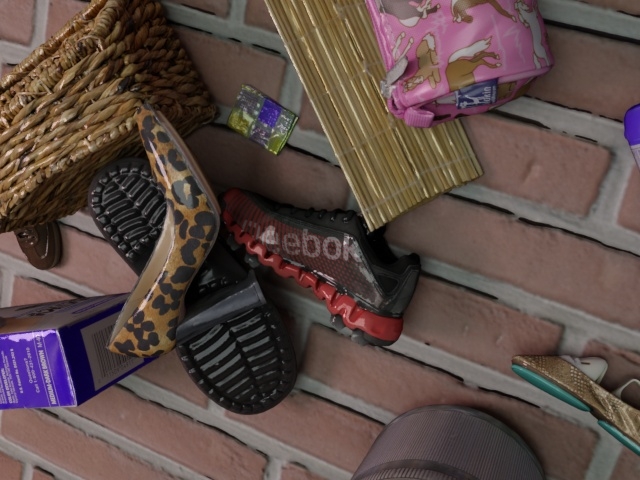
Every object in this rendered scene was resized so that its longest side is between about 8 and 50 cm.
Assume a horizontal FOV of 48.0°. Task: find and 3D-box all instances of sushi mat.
[{"bbox_3d":[0.053,-0.183,0.785,0.152,0.019,0.316,-25,92,-11],"label":"sushi mat"}]

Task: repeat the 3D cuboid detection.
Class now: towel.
[{"bbox_3d":[-0.074,-0.148,0.886,0.083,0.009,0.060,34,110,12],"label":"towel"}]

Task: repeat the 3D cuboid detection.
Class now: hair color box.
[{"bbox_3d":[-0.419,0.153,0.987,0.339,0.185,0.110,-9,97,22],"label":"hair color box"}]

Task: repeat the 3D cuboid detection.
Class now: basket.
[{"bbox_3d":[-0.321,-0.171,0.867,0.299,0.213,0.223,-28,91,23],"label":"basket"}]

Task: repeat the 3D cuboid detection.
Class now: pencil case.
[{"bbox_3d":[0.097,-0.310,0.706,0.160,0.167,0.385,-16,94,40],"label":"pencil case"}]

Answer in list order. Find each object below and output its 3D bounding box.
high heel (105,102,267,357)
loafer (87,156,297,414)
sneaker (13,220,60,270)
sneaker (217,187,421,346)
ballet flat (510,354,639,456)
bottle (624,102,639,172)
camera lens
[{"bbox_3d":[-0.191,0.001,0.774,0.186,0.093,0.261,-25,109,-2],"label":"high heel"},{"bbox_3d":[-0.144,0.051,0.905,0.134,0.130,0.365,-28,104,1],"label":"loafer"},{"bbox_3d":[-0.427,-0.044,1.011,0.066,0.071,0.188,-12,96,23],"label":"sneaker"},{"bbox_3d":[0.000,0.000,0.843,0.276,0.098,0.135,34,104,15],"label":"sneaker"},{"bbox_3d":[0.309,0.169,0.783,0.206,0.073,0.067,34,84,9],"label":"ballet flat"},{"bbox_3d":[0.392,-0.015,0.688,0.118,0.092,0.282,-21,93,22],"label":"bottle"},{"bbox_3d":[0.122,0.317,0.762,0.220,0.274,0.219,5,103,20],"label":"camera lens"}]
